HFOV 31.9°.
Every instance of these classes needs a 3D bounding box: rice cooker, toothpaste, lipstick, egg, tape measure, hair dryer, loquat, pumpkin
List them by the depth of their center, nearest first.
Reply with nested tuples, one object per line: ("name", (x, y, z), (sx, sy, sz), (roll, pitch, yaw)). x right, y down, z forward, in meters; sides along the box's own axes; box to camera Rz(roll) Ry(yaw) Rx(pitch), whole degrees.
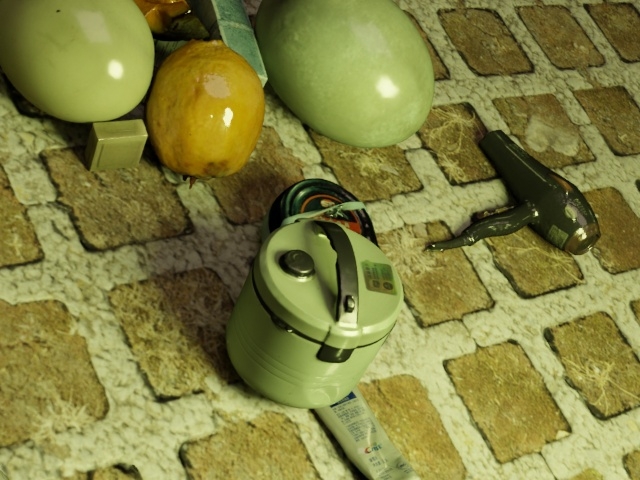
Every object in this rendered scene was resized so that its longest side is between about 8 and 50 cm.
("rice cooker", (-0.007, 0.096, 1.561), (0.226, 0.244, 0.226), (12, 42, -11))
("toothpaste", (0.069, 0.290, 1.604), (0.096, 0.061, 0.266), (-18, 60, -39))
("egg", (-0.367, -0.292, 1.665), (0.219, 0.219, 0.269), (-29, 76, -43))
("loquat", (-0.178, -0.193, 1.726), (0.187, 0.176, 0.234), (10, 92, -17))
("tape measure", (-0.001, -0.004, 1.750), (0.182, 0.107, 0.181), (10, 54, -26))
("pumpkin", (-0.284, -0.378, 1.852), (0.130, 0.149, 0.254), (-35, 55, -1))
("egg", (0.040, -0.310, 1.910), (0.352, 0.258, 0.258), (44, 44, 16))
("lipstick", (-0.162, -0.358, 1.913), (0.077, 0.076, 0.289), (6, 49, -29))
("hair dryer", (0.307, -0.063, 2.018), (0.359, 0.120, 0.303), (-20, 60, -32))

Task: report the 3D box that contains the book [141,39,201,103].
("book", (-0.233, -0.282, 1.878), (0.264, 0.027, 0.202), (26, 46, -13))

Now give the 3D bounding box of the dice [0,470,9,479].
("dice", (-0.437, 0.319, 1.151), (0.193, 0.192, 0.194), (22, 48, -15))

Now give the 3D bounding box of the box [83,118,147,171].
("box", (-0.307, -0.141, 1.678), (0.079, 0.083, 0.035), (-8, 60, -29))
